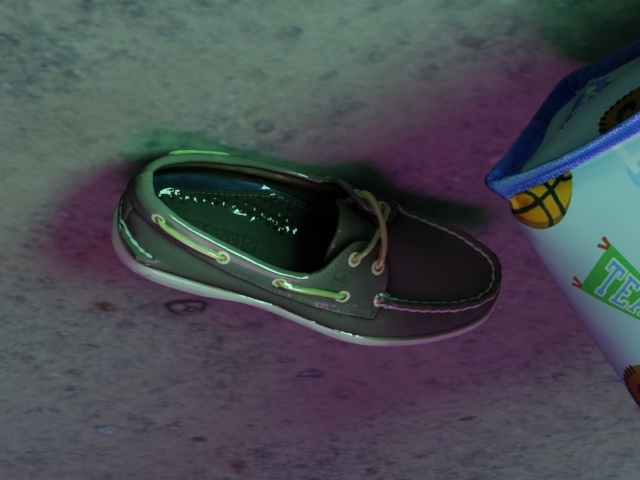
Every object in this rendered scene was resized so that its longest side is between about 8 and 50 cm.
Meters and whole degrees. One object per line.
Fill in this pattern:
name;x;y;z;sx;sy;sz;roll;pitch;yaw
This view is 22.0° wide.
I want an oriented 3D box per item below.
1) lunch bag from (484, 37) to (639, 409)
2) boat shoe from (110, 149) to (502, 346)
lunch bag;0.346;-0.015;0.933;0.385;0.239;0.328;-27;103;30
boat shoe;0.000;0.004;1.223;0.305;0.109;0.091;12;154;-11
